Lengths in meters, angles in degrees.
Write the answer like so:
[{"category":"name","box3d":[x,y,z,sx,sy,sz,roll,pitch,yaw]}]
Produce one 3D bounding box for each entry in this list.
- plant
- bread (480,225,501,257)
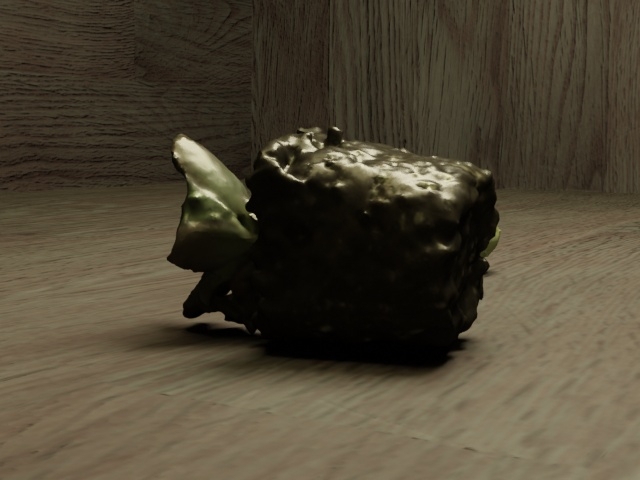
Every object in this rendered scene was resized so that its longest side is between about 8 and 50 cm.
[{"category":"plant","box3d":[0.000,0.000,0.613,0.203,0.142,0.131,11,18,14]},{"category":"bread","box3d":[0.063,0.000,0.930,0.207,0.056,0.286,-2,6,3]}]
